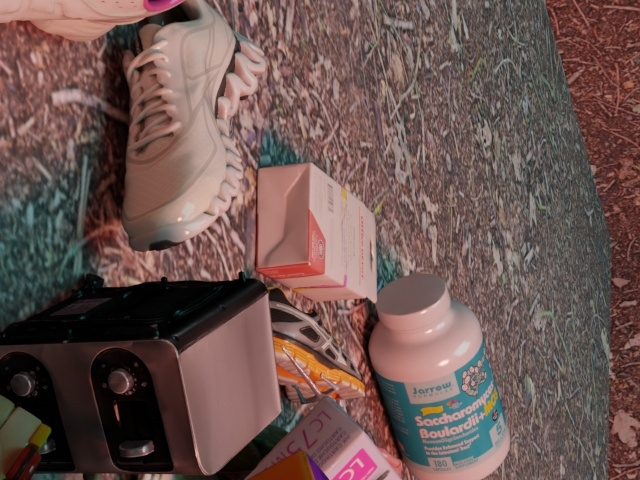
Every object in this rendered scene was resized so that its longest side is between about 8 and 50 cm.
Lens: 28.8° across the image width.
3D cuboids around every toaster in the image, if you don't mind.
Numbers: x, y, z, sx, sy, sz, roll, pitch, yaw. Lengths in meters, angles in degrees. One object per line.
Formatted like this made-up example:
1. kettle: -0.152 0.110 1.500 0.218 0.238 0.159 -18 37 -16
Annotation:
1. toaster: -0.130 0.092 0.883 0.185 0.168 0.110 -34 118 -65

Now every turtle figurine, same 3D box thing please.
1. turtle figurine: -0.053 0.173 1.127 0.118 0.175 0.234 -32 127 -18

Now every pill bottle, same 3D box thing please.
1. pill bottle: 0.147 0.175 1.591 0.146 0.146 0.264 -65 142 -53

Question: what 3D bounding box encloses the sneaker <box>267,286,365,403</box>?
1. sneaker: -0.012 0.115 1.293 0.215 0.084 0.083 44 39 -57

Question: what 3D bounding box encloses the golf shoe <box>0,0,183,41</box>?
1. golf shoe: -0.187 -0.204 0.858 0.306 0.140 0.115 -20 104 -67

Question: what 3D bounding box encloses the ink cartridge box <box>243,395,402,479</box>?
1. ink cartridge box: 0.007 0.279 1.093 0.186 0.065 0.311 -44 145 -9

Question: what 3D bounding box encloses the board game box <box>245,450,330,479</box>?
1. board game box: -0.038 0.394 0.551 0.356 0.356 0.356 56 6 -39

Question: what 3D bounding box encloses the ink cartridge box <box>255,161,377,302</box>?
1. ink cartridge box: 0.000 0.000 1.373 0.198 0.067 0.115 34 53 -61

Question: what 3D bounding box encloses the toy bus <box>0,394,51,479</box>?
1. toy bus: -0.234 0.160 0.673 0.202 0.104 0.191 2 46 -39

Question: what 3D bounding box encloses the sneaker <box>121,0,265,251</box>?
1. sneaker: -0.127 -0.108 1.049 0.118 0.110 0.292 56 25 -36

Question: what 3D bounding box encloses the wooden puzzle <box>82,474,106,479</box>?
1. wooden puzzle: -0.148 0.310 0.843 0.239 0.044 0.221 -78 151 -51

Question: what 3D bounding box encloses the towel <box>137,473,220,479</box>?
1. towel: -0.125 0.337 1.002 0.325 0.038 0.248 -76 151 -44

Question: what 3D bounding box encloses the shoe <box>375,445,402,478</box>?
1. shoe: 0.086 0.317 1.503 0.178 0.063 0.081 53 41 -45

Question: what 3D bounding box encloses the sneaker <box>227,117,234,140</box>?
1. sneaker: -0.101 -0.074 1.161 0.058 0.052 0.135 64 29 -50
